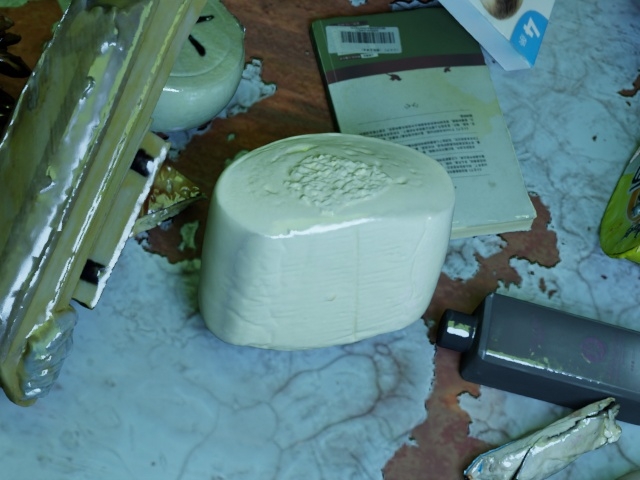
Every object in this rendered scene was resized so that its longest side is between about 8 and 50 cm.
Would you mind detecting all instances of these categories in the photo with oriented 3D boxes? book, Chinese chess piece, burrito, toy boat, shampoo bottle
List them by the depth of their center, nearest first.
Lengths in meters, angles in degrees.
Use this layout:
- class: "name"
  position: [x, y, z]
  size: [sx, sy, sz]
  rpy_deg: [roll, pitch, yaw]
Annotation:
- class: "toy boat"
  position: [-0.221, -0.059, 1.243]
  size: [0.136, 0.162, 0.446]
  rpy_deg: [20, 85, 35]
- class: "burrito"
  position: [0.227, 0.213, 1.316]
  size: [0.171, 0.042, 0.051]
  rpy_deg: [-28, 115, -8]
- class: "shampoo bottle"
  position: [0.242, 0.120, 1.359]
  size: [0.246, 0.079, 0.080]
  rpy_deg: [15, 63, -5]
- class: "Chinese chess piece"
  position: [-0.173, -0.204, 1.394]
  size: [0.188, 0.083, 0.188]
  rpy_deg: [14, 50, -17]
- class: "book"
  position: [0.113, -0.134, 1.477]
  size: [0.201, 0.026, 0.289]
  rpy_deg: [-7, 68, -15]

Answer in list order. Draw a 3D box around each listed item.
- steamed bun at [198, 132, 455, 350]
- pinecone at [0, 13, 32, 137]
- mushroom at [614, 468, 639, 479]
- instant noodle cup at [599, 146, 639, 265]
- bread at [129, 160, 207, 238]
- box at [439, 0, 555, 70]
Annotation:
- class: "steamed bun"
  position: [0.000, 0.000, 1.303]
  size: [0.250, 0.200, 0.155]
  rpy_deg: [-5, 43, -15]
- class: "pinecone"
  position: [-0.395, -0.129, 1.262]
  size: [0.224, 0.224, 0.273]
  rpy_deg: [4, 77, -11]
- class: "mushroom"
  position: [0.351, 0.320, 1.240]
  size: [0.226, 0.226, 0.178]
  rpy_deg: [17, 106, -4]
- class: "instant noodle cup"
  position: [0.454, -0.039, 1.393]
  size: [0.200, 0.264, 0.264]
  rpy_deg: [33, 63, -6]
- class: "bread"
  position: [-0.213, -0.040, 1.350]
  size: [0.154, 0.054, 0.136]
  rpy_deg: [31, 63, 10]
- class: "box"
  position: [0.197, -0.378, 1.498]
  size: [0.265, 0.048, 0.273]
  rpy_deg: [36, 64, -39]
